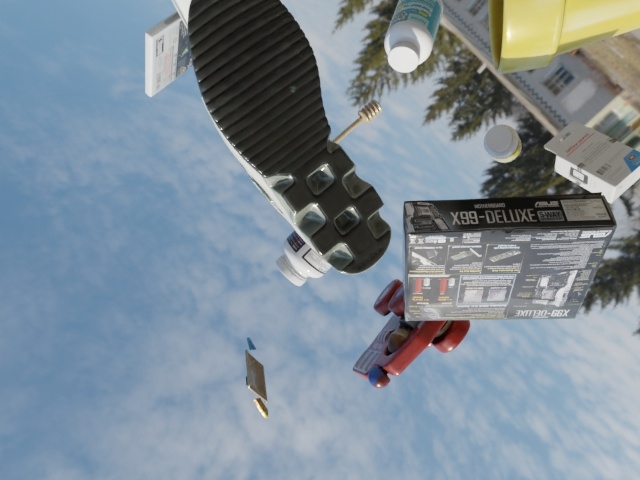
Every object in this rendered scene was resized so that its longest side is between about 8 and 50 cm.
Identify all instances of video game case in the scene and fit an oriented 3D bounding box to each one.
[{"bbox_3d":[-0.306,-0.413,1.053,0.022,0.190,0.173,40,-118,-1],"label":"video game case"}]

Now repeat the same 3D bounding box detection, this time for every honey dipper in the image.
[{"bbox_3d":[0.045,-0.198,0.902,0.030,0.160,0.030,48,172,10],"label":"honey dipper"}]

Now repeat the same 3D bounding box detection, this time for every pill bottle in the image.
[{"bbox_3d":[0.355,-0.190,0.967,0.065,0.065,0.116,51,-158,16],"label":"pill bottle"},{"bbox_3d":[0.000,0.000,1.689,0.181,0.323,0.181,43,-171,-9],"label":"pill bottle"},{"bbox_3d":[0.281,-0.636,1.506,0.146,0.146,0.264,30,-120,-19],"label":"pill bottle"}]

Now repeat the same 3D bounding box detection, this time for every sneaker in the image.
[{"bbox_3d":[-0.048,-0.113,0.550,0.331,0.122,0.146,62,167,-26],"label":"sneaker"}]

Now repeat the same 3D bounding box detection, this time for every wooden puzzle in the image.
[{"bbox_3d":[-0.107,0.223,0.804,0.116,0.014,0.079,-102,-10,-50],"label":"wooden puzzle"}]

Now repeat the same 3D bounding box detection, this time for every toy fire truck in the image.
[{"bbox_3d":[0.190,0.235,1.167,0.169,0.254,0.302,38,169,-2],"label":"toy fire truck"}]

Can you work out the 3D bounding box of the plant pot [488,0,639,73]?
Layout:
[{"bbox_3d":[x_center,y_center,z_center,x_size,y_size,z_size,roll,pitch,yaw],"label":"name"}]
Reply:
[{"bbox_3d":[0.392,-0.403,0.761,0.254,0.238,0.254,-2,-90,-75],"label":"plant pot"}]

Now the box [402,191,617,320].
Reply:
[{"bbox_3d":[0.295,0.039,0.836,0.307,0.243,0.077,-2,-133,8],"label":"box"}]

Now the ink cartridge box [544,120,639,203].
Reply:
[{"bbox_3d":[0.593,-0.175,1.079,0.180,0.104,0.060,46,172,37],"label":"ink cartridge box"}]

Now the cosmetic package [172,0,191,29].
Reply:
[{"bbox_3d":[-0.216,-0.406,0.840,0.099,0.060,0.239,59,178,12],"label":"cosmetic package"}]
